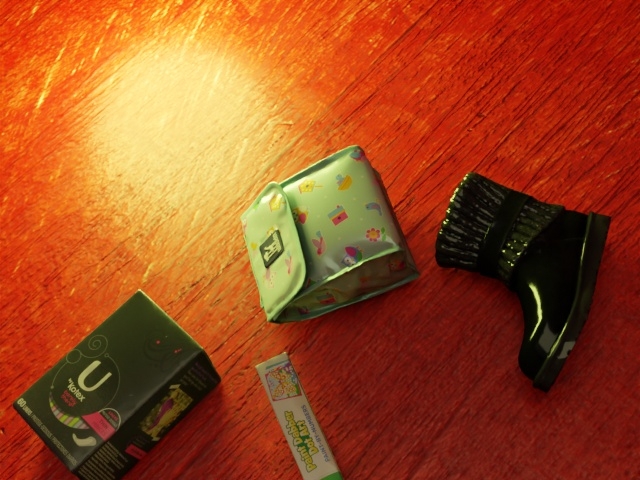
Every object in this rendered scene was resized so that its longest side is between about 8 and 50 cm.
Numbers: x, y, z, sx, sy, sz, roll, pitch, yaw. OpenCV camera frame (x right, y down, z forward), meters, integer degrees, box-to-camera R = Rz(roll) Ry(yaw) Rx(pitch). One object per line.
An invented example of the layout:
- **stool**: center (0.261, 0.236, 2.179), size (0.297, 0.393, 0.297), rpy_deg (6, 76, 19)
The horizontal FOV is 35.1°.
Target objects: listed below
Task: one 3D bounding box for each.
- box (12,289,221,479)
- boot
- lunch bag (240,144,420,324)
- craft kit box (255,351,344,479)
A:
- **box**: center (-0.318, 0.241, 1.612), size (0.165, 0.143, 0.270), rpy_deg (38, 72, 25)
- **boot**: center (0.299, 0.060, 1.614), size (0.260, 0.131, 0.348), rpy_deg (18, 54, 11)
- **lunch bag**: center (0.000, 0.000, 1.692), size (0.262, 0.160, 0.223), rpy_deg (-23, 62, 9)
- **craft kit box**: center (-0.004, 0.318, 1.454), size (0.061, 0.250, 0.246), rpy_deg (-27, 59, -6)
